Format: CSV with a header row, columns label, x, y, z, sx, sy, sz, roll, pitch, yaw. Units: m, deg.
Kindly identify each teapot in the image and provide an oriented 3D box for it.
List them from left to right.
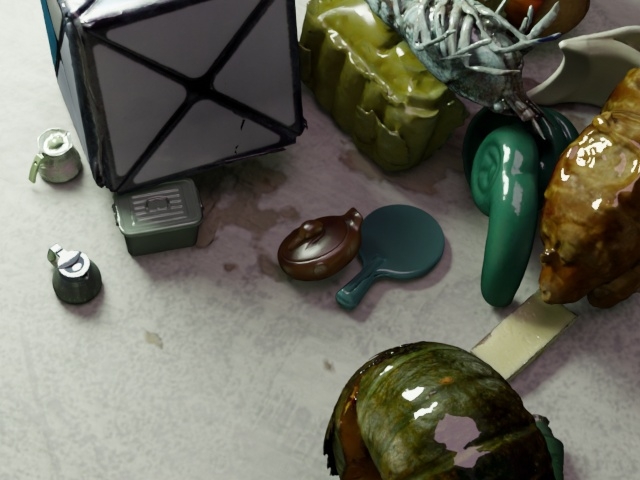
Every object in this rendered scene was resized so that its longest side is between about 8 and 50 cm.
label,x,y,z,sx,sy,sz,roll,pitch,yaw
teapot,-0.378,-0.117,1.854,0.064,0.064,0.083,39,62,21
teapot,-0.334,0.039,1.759,0.088,0.057,0.066,40,61,20
teapot,0.000,0.000,1.785,0.129,0.078,0.098,-28,41,-7

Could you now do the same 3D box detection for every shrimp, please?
label,x,y,z,sx,sy,sz,roll,pitch,yaw
shrimp,0.173,-0.299,1.761,0.410,0.166,0.221,36,29,23

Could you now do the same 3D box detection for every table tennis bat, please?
label,x,y,z,sx,sy,sz,roll,pitch,yaw
table tennis bat,0.089,0.023,1.820,0.124,0.033,0.201,32,58,19

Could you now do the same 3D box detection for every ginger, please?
label,x,y,z,sx,sy,sz,roll,pitch,yaw
ginger,0.397,-0.058,1.753,0.152,0.274,0.357,24,50,22

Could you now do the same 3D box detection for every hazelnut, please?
label,x,y,z,sx,sy,sz,roll,pitch,yaw
hazelnut,0.320,-0.398,2.032,0.210,0.210,0.186,-12,88,-12

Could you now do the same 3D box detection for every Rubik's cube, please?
label,x,y,z,sx,sy,sz,roll,pitch,yaw
Rubik's cube,-0.218,-0.286,1.807,0.305,0.310,0.307,-18,45,-14

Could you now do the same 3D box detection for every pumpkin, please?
label,x,y,z,sx,sy,sz,roll,pitch,yaw
pumpkin,0.139,0.263,1.498,0.192,0.320,0.320,-23,61,-19

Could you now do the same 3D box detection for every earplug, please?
label,x,y,z,sx,sy,sz,roll,pitch,yaw
earplug,0.286,-0.073,1.821,0.280,0.164,0.257,-25,84,-45

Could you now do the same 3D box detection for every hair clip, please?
label,x,y,z,sx,sy,sz,roll,pitch,yaw
hair clip,0.468,-0.240,1.954,0.282,0.172,0.113,21,65,-2

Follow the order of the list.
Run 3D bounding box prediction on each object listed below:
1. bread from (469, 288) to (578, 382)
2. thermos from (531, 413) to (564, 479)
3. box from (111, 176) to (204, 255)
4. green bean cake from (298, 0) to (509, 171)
label,x,y,z,sx,sy,sz,roll,pitch,yaw
bread,0.272,0.129,1.766,0.154,0.028,0.068,-38,67,-24
thermos,0.266,0.308,1.627,0.073,0.083,0.187,21,52,-20
box,-0.222,-0.030,1.807,0.122,0.069,0.084,-10,56,-11
green bean cake,0.148,-0.284,1.926,0.310,0.202,0.285,-34,66,-23
